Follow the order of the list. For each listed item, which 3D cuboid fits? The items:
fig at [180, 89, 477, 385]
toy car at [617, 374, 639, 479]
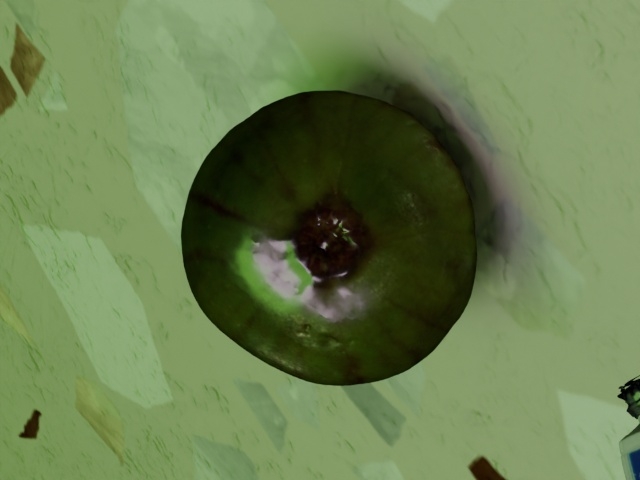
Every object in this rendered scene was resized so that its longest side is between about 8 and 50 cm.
[{"bbox_3d":[0.000,0.000,0.862,0.151,0.151,0.259,58,176,-1],"label":"fig"},{"bbox_3d":[0.196,0.129,0.717,0.171,0.070,0.080,55,149,2],"label":"toy car"}]
